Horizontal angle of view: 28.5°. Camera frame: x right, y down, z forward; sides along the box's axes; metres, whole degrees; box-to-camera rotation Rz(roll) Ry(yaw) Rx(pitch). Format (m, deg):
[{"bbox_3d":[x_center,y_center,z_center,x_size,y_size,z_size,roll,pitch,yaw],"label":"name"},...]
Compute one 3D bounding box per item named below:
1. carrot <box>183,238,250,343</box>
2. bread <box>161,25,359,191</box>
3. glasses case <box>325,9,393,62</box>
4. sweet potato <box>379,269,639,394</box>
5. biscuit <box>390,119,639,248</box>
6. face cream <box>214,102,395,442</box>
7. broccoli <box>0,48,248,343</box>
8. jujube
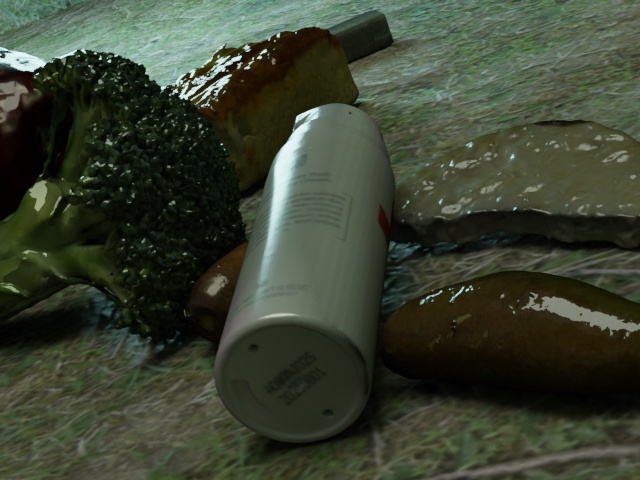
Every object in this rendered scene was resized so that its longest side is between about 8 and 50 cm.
[{"bbox_3d":[-0.042,0.021,0.986,0.060,0.060,0.186,-5,22,31],"label":"carrot"},{"bbox_3d":[-0.094,-0.146,1.382,0.184,0.114,0.274,-4,23,34],"label":"bread"},{"bbox_3d":[-0.010,-0.244,1.653,0.205,0.047,0.071,-26,21,-17],"label":"glasses case"},{"bbox_3d":[0.140,0.052,0.731,0.243,0.077,0.077,-2,26,40],"label":"sweet potato"},{"bbox_3d":[0.163,-0.046,0.973,0.250,0.032,0.133,0,40,37],"label":"biscuit"},{"bbox_3d":[0.000,0.000,0.898,0.102,0.102,0.345,-13,27,15],"label":"face cream"},{"bbox_3d":[-0.232,-0.014,1.086,0.361,0.221,0.252,-7,59,29],"label":"broccoli"},{"bbox_3d":[-0.342,-0.093,1.292,0.223,0.223,0.318,-31,20,-31],"label":"jujube"}]
